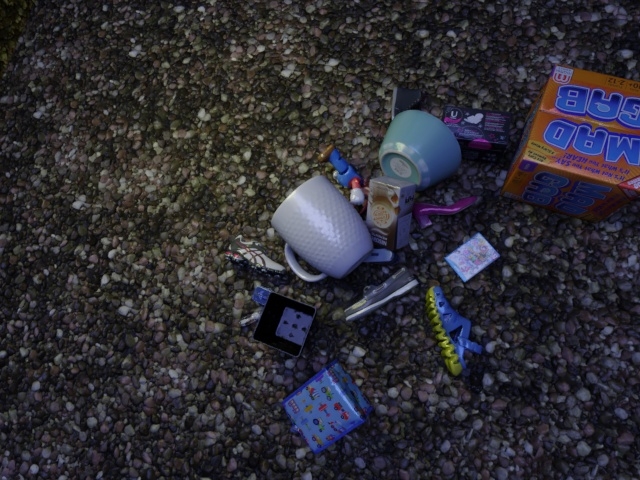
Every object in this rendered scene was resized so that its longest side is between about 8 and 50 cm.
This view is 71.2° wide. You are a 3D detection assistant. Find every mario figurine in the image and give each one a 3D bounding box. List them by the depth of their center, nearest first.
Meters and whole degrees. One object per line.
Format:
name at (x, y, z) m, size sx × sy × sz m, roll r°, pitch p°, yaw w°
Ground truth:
mario figurine at (0.104, -0.214, 1.751) m, size 0.320 × 0.170 × 0.198 m, roll 47°, pitch 47°, yaw -4°

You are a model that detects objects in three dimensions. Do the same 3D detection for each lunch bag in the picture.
lunch bag at (0.001, 0.610, 1.603) m, size 0.293 × 0.138 × 0.220 m, roll -42°, pitch 76°, yaw 16°
lunch bag at (-0.220, 0.220, 1.768) m, size 0.099 × 0.065 × 0.067 m, roll 20°, pitch 81°, yaw 14°

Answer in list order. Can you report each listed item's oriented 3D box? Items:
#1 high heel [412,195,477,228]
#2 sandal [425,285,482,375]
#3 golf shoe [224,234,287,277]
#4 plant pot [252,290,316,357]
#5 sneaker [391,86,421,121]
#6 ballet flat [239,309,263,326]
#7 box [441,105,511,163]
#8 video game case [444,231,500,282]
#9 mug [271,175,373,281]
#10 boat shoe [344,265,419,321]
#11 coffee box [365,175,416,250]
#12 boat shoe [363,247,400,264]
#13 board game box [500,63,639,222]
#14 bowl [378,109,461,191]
high heel at (0.471, -0.143, 1.725) m, size 0.244 × 0.082 × 0.117 m, roll -26°, pitch 83°, yaw 16°
sandal at (0.474, 0.310, 1.601) m, size 0.138 × 0.126 × 0.316 m, roll -20°, pitch 82°, yaw 1°
golf shoe at (-0.250, 0.065, 1.794) m, size 0.273 × 0.105 × 0.120 m, roll 20°, pitch 74°, yaw 14°
plant pot at (-0.115, 0.315, 1.674) m, size 0.188 × 0.167 × 0.187 m, roll 18°, pitch 81°, yaw 15°
sneaker at (0.353, -0.535, 1.838) m, size 0.118 × 0.083 × 0.221 m, roll 3°, pitch 76°, yaw 10°
ballet flat at (-0.272, 0.310, 1.769) m, size 0.115 × 0.041 × 0.041 m, roll -27°, pitch 74°, yaw 3°
box at (0.584, -0.408, 1.725) m, size 0.248 × 0.163 × 0.141 m, roll 11°, pitch 75°, yaw 12°
video game case at (0.572, 0.063, 1.690) m, size 0.166 × 0.015 × 0.119 m, roll -37°, pitch 74°, yaw 0°
mug at (0.000, 0.000, 1.687) m, size 0.328 × 0.276 × 0.374 m, roll 47°, pitch 124°, yaw 11°
boat shoe at (0.216, 0.202, 1.675) m, size 0.305 × 0.109 × 0.091 m, roll -29°, pitch 73°, yaw -4°
coffee box at (0.256, -0.102, 1.658) m, size 0.141 × 0.098 × 0.246 m, roll 23°, pitch 121°, yaw 39°
boat shoe at (0.214, 0.065, 1.733) m, size 0.184 × 0.083 × 0.065 m, roll 4°, pitch 76°, yaw 39°
board game box at (0.888, -0.319, 1.547) m, size 0.357 × 0.356 × 0.355 m, roll 20°, pitch 81°, yaw 14°
bowl at (0.338, -0.301, 1.648) m, size 0.312 × 0.311 × 0.163 m, roll 36°, pitch 65°, yaw 16°
